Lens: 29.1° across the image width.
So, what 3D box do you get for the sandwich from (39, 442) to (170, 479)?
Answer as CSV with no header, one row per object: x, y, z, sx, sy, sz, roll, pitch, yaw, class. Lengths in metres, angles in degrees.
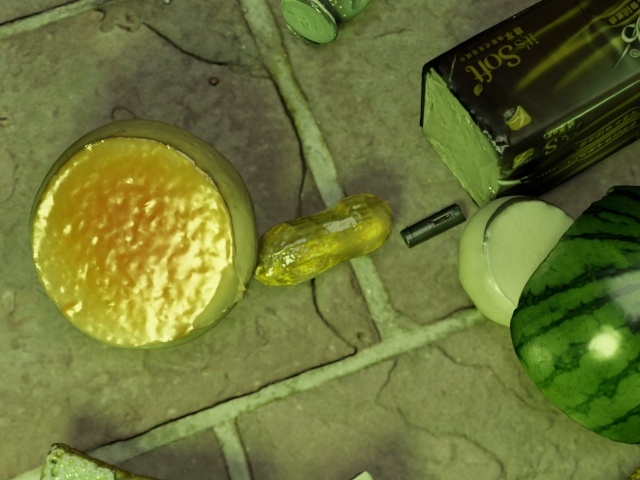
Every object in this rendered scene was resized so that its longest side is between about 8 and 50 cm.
-0.229,0.392,1.474,0.273,0.095,0.248,12,71,5,sandwich

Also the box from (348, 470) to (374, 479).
0.011,0.447,1.416,0.265,0.048,0.273,-27,82,-20,box

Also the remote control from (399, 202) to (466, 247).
0.154,-0.022,1.685,0.091,0.016,0.034,-27,74,-9,remote control

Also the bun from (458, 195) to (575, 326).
0.251,0.029,1.604,0.173,0.120,0.172,5,78,-23,bun

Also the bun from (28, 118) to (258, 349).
-0.219,-0.008,1.600,0.299,0.165,0.298,2,101,8,bun

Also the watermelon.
0.413,0.085,1.497,0.331,0.189,0.330,3,77,-13,watermelon

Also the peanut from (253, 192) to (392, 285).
0.000,0.000,1.642,0.207,0.087,0.087,-23,68,-10,peanut

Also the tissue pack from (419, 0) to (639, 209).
0.336,-0.217,1.667,0.370,0.210,0.198,-30,64,-10,tissue pack

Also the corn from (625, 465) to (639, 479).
0.371,0.350,1.473,0.318,0.115,0.115,-36,71,-14,corn

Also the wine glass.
0.034,-0.386,1.791,0.111,0.111,0.204,32,72,14,wine glass
